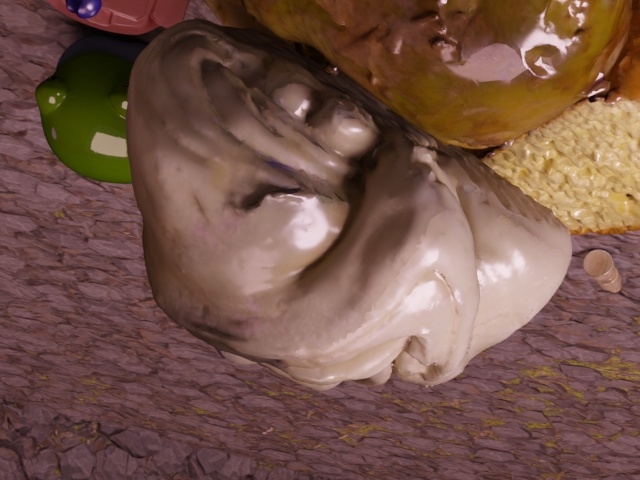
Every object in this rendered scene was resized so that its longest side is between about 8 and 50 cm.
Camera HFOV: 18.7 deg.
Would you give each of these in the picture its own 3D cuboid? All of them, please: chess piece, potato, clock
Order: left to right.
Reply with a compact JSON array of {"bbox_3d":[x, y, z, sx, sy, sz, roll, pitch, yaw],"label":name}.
[{"bbox_3d":[-0.190,-0.233,1.699,0.166,0.093,0.162,17,-175,-14],"label":"clock"},{"bbox_3d":[0.085,-0.191,1.405,0.300,0.196,0.246,14,124,-6],"label":"potato"},{"bbox_3d":[0.336,0.041,2.275,0.035,0.035,0.092,3,162,24],"label":"chess piece"}]

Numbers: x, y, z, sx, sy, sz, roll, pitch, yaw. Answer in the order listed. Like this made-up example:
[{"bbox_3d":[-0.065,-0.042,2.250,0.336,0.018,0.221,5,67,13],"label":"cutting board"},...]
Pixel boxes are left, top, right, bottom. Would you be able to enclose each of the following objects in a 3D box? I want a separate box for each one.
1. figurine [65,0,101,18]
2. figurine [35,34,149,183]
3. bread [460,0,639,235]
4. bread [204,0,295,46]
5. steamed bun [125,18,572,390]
[{"bbox_3d":[-0.153,-0.320,1.331,0.186,0.261,0.382,-20,143,-6],"label":"figurine"},{"bbox_3d":[-0.190,-0.121,1.999,0.162,0.143,0.263,12,172,19],"label":"figurine"},{"bbox_3d":[0.255,-0.127,1.645,0.194,0.179,0.340,21,161,-19],"label":"bread"},{"bbox_3d":[-0.030,-0.227,1.625,0.140,0.106,0.236,16,165,22],"label":"bread"},{"bbox_3d":[0.000,0.000,1.537,0.339,0.247,0.352,35,-172,24],"label":"steamed bun"}]
